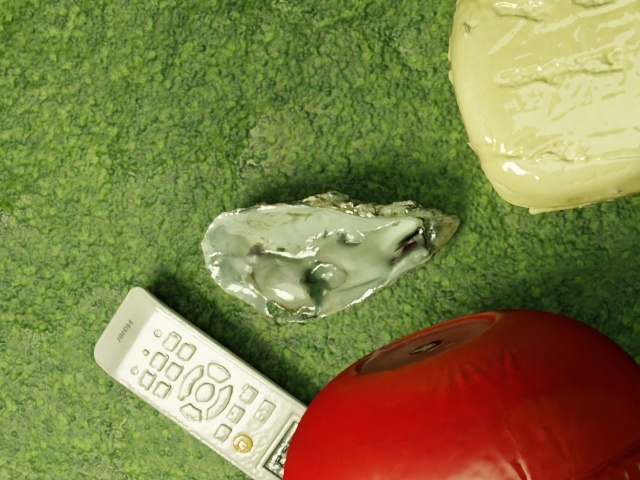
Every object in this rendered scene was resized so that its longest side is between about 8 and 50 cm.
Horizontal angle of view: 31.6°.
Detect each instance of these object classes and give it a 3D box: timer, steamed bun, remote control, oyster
[{"bbox_3d":[0.148,0.223,1.088,0.378,0.378,0.279,-18,93,11],"label":"timer"},{"bbox_3d":[0.256,-0.168,1.164,0.232,0.166,0.273,-16,83,17],"label":"steamed bun"},{"bbox_3d":[-0.113,0.178,1.308,0.313,0.055,0.109,35,104,4],"label":"remote control"},{"bbox_3d":[-0.001,0.001,1.258,0.252,0.087,0.199,-43,93,17],"label":"oyster"}]
